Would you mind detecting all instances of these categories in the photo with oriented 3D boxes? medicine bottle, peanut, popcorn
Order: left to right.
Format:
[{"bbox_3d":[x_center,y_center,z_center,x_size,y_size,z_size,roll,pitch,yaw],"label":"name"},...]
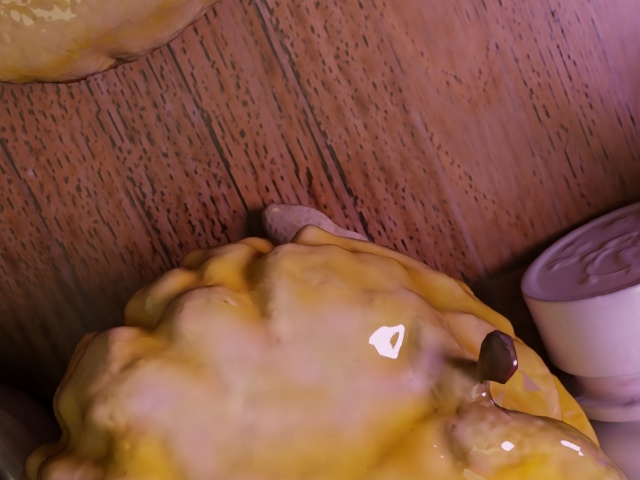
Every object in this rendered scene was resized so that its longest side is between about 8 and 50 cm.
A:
[{"bbox_3d":[-0.006,0.181,0.603,0.348,0.349,0.382,17,147,-6],"label":"popcorn"},{"bbox_3d":[0.000,0.000,0.680,0.083,0.037,0.037,34,102,-6],"label":"peanut"},{"bbox_3d":[0.245,0.126,0.649,0.170,0.170,0.293,-26,101,5],"label":"medicine bottle"}]

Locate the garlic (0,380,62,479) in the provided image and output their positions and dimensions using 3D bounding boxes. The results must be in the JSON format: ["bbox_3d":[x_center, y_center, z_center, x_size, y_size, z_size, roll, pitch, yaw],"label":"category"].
[{"bbox_3d":[-0.249,0.174,0.623,0.160,0.214,0.191,-26,100,29],"label":"garlic"}]

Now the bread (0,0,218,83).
[{"bbox_3d":[-0.148,-0.211,0.561,0.269,0.148,0.270,-2,108,-5],"label":"bread"}]
